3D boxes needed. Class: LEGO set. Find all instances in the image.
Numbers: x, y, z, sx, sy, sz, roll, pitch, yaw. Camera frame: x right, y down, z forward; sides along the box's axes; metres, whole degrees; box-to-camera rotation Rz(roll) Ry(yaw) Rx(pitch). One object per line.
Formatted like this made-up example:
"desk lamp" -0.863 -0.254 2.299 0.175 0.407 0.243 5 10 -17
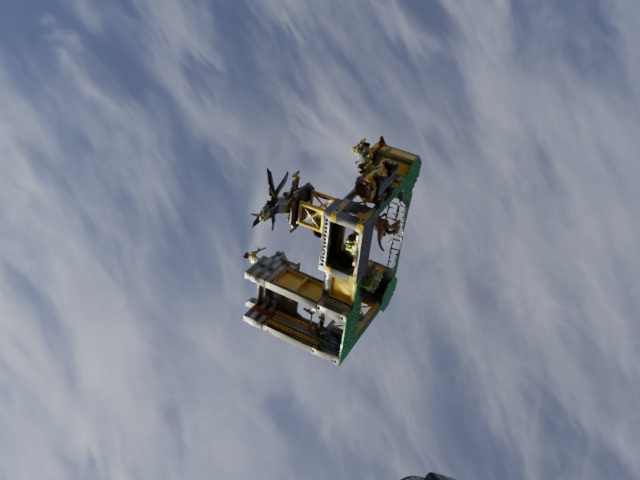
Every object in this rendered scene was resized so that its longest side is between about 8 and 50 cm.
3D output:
"LEGO set" 0.000 0.000 0.934 0.192 0.331 0.255 22 -133 20

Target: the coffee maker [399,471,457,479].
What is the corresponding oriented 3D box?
"coffee maker" 0.184 0.389 0.814 0.120 0.178 0.171 -45 -67 -9
